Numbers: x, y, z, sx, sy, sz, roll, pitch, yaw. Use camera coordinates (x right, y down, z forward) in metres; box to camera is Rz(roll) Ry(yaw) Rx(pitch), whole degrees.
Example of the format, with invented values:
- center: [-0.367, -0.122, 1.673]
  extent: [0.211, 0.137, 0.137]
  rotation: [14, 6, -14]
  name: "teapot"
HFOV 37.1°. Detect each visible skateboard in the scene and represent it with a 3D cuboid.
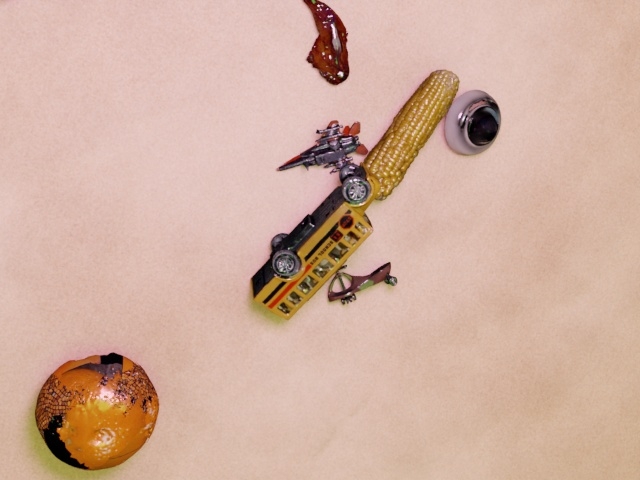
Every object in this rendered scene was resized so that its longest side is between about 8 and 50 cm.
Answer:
- center: [0.081, 0.081, 1.995]
  extent: [0.151, 0.067, 0.080]
  rotation: [-23, 94, -7]
  name: "skateboard"

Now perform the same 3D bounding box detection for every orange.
- center: [-0.428, 0.332, 1.837]
  extent: [0.234, 0.182, 0.234]
  rotation: [-8, 111, -22]
  name: "orange"

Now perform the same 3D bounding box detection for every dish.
- center: [0.337, -0.238, 1.982]
  extent: [0.141, 0.078, 0.141]
  rotation: [-11, 112, -29]
  name: "dish"

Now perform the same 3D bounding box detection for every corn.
- center: [0.177, -0.213, 1.957]
  extent: [0.097, 0.097, 0.320]
  rotation: [36, 86, -17]
  name: "corn"

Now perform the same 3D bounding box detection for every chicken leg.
- center: [0.010, -0.412, 1.906]
  extent: [0.093, 0.053, 0.205]
  rotation: [-9, 97, 1]
  name: "chicken leg"

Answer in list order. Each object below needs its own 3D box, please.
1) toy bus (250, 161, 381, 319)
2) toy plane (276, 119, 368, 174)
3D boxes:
- center: [0.000, 0.000, 1.890]
  extent: [0.123, 0.121, 0.335]
  rotation: [40, 102, -17]
  name: "toy bus"
- center: [0.002, -0.174, 1.931]
  extent: [0.189, 0.061, 0.130]
  rotation: [-27, 134, -6]
  name: "toy plane"
